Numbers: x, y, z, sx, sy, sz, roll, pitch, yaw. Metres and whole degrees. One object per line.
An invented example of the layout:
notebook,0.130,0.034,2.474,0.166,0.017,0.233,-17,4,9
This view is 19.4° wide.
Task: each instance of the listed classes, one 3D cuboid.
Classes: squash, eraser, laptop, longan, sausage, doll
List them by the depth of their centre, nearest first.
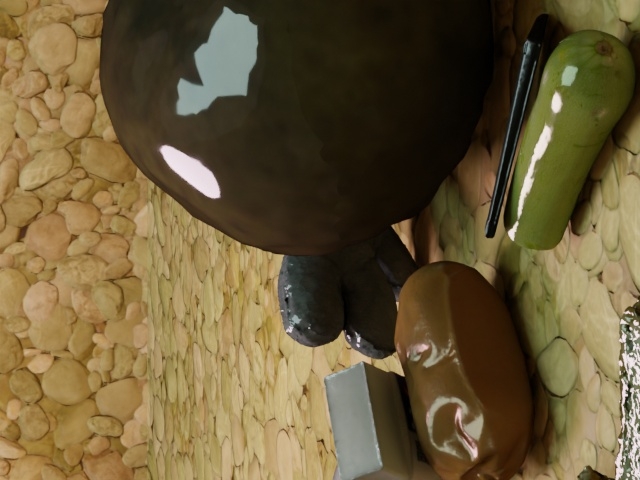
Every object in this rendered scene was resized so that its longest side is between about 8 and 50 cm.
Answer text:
squash,0.218,-0.093,1.671,0.250,0.083,0.083,105,156,-51
laptop,0.183,-0.111,1.762,0.135,0.016,0.197,-59,-18,-70
sausage,0.143,0.133,1.884,0.136,0.120,0.241,-49,44,50
longan,-0.018,-0.183,1.930,0.436,0.404,0.404,22,116,45
eraser,0.090,0.212,1.937,0.068,0.210,0.124,-23,60,27
doll,-0.004,0.002,2.147,0.158,0.246,0.340,-47,40,46

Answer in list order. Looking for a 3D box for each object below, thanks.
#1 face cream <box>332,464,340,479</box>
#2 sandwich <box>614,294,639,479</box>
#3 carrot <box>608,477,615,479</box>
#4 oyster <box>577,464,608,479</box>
face cream,0.066,0.278,2.198,0.252,0.101,0.101,106,155,-47
sandwich,0.312,0.192,1.376,0.273,0.095,0.249,-132,39,-63
carrot,0.274,0.227,1.596,0.139,0.048,0.048,160,107,-70
oyster,0.256,0.265,1.548,0.166,0.053,0.108,49,-167,-13
